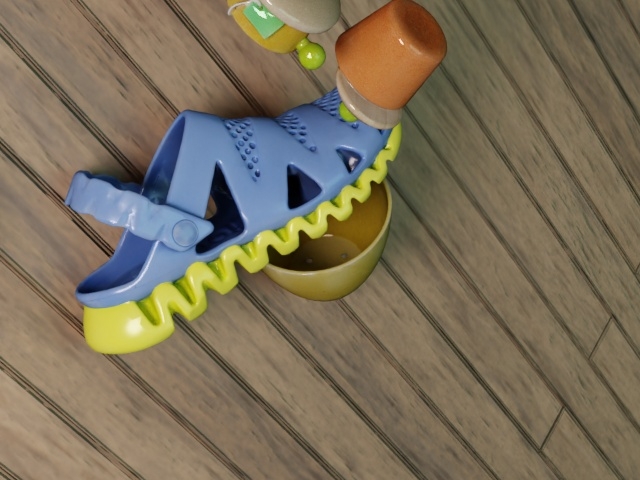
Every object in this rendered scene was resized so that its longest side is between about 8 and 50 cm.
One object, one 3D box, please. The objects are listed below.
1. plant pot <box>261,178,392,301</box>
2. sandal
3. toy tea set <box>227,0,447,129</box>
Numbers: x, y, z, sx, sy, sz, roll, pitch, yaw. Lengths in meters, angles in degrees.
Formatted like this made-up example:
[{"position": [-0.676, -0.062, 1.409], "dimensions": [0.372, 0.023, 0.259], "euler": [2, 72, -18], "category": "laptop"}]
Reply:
[{"position": [0.000, 0.000, 1.251], "dimensions": [0.134, 0.134, 0.095], "euler": [-52, 152, -25], "category": "plant pot"}, {"position": [-0.073, -0.047, 1.135], "dimensions": [0.317, 0.126, 0.138], "euler": [-36, 111, -19], "category": "sandal"}, {"position": [-0.056, -0.214, 1.099], "dimensions": [0.336, 0.124, 0.200], "euler": [55, 38, 6], "category": "toy tea set"}]
